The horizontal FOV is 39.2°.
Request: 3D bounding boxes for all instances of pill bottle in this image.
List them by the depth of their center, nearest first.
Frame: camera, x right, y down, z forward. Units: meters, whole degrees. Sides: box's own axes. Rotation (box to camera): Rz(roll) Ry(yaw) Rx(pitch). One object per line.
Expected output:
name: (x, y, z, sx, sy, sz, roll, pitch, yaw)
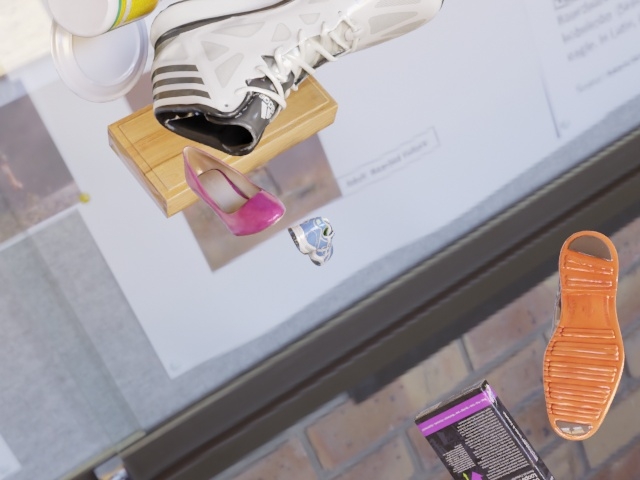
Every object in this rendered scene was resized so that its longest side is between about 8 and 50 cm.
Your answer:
pill bottle: (-0.313, -0.386, 1.366, 0.118, 0.117, 0.208, -12, 20, 25)

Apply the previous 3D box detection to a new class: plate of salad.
plate of salad: (-0.375, -0.334, 1.517, 0.048, 0.200, 0.200, 13, 41, 38)

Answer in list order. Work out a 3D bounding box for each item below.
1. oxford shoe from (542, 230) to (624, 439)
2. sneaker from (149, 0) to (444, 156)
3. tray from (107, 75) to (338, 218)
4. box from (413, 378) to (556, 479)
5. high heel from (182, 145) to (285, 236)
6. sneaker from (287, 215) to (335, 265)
oxford shoe: (0.466, 0.174, 1.586, 0.130, 0.133, 0.363, 9, 74, 14)
sneaker: (-0.032, -0.242, 1.277, 0.448, 0.169, 0.257, -12, 57, 13)
tray: (-0.188, -0.231, 1.776, 0.411, 0.203, 0.076, -32, -19, -24)
box: (0.212, 0.272, 1.162, 0.116, 0.162, 0.029, -35, -3, 33)
high heel: (-0.135, -0.081, 1.330, 0.082, 0.117, 0.244, -37, 25, -11)
sneaker: (0.000, 0.000, 1.996, 0.081, 0.080, 0.211, -31, -16, 8)
